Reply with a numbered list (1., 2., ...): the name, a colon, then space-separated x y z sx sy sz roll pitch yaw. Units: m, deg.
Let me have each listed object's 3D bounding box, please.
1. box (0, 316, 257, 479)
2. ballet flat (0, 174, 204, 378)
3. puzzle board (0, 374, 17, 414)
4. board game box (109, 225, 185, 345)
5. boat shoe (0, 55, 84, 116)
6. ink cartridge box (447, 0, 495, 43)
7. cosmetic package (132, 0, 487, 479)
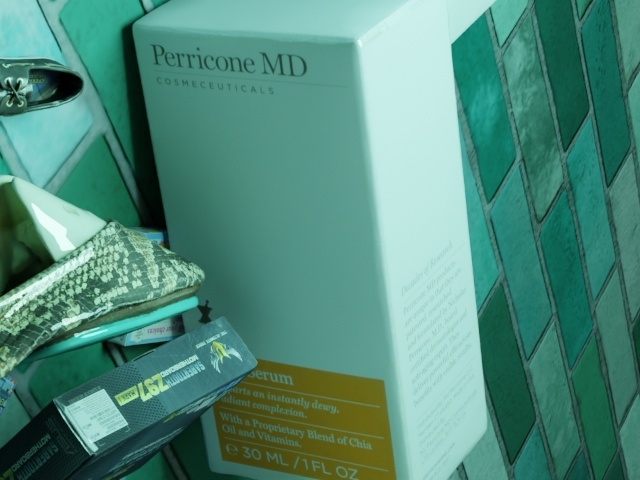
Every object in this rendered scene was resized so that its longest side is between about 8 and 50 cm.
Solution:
1. box: -0.181 0.162 1.462 0.183 0.059 0.233 -41 170 33
2. ballet flat: -0.265 0.053 1.282 0.483 0.164 0.182 -32 103 -48
3. puzzle board: -0.292 0.133 1.401 0.096 0.011 0.128 -66 150 -15
4. board game box: -0.135 0.039 1.622 0.154 0.026 0.103 -2 105 -61
5. boat shoe: -0.235 -0.118 1.348 0.142 0.040 0.049 -21 121 -57
6. ink cartridge box: 0.058 -0.261 1.629 0.153 0.208 0.087 -45 140 -42
7. cosmetic package: 0.000 0.000 1.578 0.161 0.230 0.453 -41 130 -49
